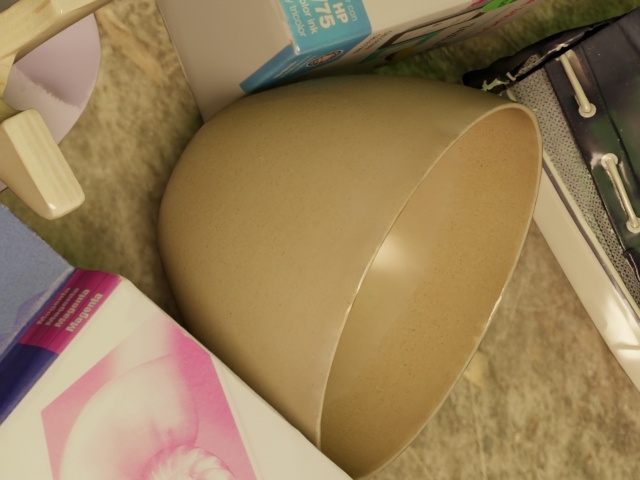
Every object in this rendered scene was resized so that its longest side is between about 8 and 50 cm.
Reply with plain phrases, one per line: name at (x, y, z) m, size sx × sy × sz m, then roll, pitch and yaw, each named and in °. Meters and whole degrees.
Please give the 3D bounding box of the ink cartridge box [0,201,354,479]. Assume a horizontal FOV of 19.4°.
ink cartridge box at (-0.167, 0.190, 1.103) m, size 0.330 × 0.071 × 0.324 m, roll 42°, pitch 70°, yaw -11°

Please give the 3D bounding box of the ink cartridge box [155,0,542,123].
ink cartridge box at (0.029, -0.233, 1.361) m, size 0.270 × 0.198 × 0.197 m, roll -20°, pitch 87°, yaw -24°

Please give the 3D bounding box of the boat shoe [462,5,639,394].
boat shoe at (0.256, -0.016, 1.423) m, size 0.158 × 0.127 × 0.340 m, roll -31°, pitch 92°, yaw 9°

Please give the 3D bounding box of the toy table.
toy table at (-0.251, -0.112, 1.243) m, size 0.274 × 0.161 × 0.252 m, roll -42°, pitch 97°, yaw -25°

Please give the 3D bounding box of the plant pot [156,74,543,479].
plant pot at (0.000, 0.000, 1.290) m, size 0.191 × 0.284 × 0.284 m, roll 26°, pitch 66°, yaw 22°
